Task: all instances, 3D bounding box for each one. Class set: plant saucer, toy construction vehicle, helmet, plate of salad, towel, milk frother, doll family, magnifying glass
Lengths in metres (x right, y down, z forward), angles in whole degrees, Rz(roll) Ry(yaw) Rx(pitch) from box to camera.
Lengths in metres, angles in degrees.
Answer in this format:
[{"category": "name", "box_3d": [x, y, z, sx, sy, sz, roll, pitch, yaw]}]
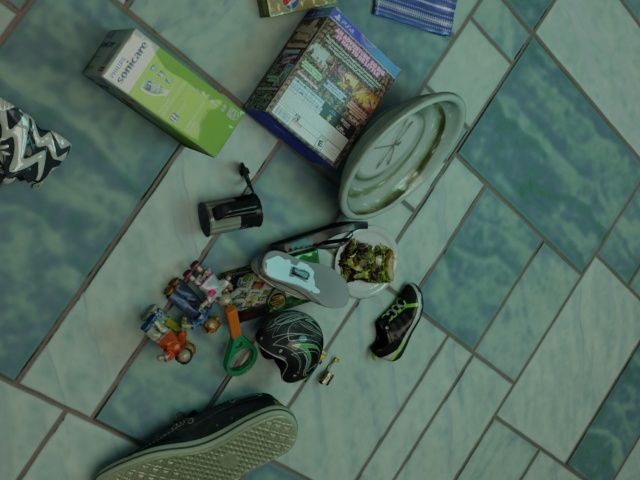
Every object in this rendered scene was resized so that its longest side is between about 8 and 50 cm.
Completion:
[{"category": "plant saucer", "box_3d": [0.180, -0.224, 1.892, 0.400, 0.100, 0.400, -35, 156, -18]}, {"category": "toy construction vehicle", "box_3d": [-0.005, 0.340, 2.042, 0.086, 0.035, 0.098, 34, 82, -19]}, {"category": "helmet", "box_3d": [-0.076, 0.252, 1.905, 0.169, 0.169, 0.162, -21, 127, -23]}, {"category": "plate of salad", "box_3d": [0.129, 0.061, 2.034, 0.199, 0.048, 0.200, -7, 106, -27]}, {"category": "towel", "box_3d": [0.270, -0.705, 1.931, 0.243, 0.040, 0.336, 8, 98, -29]}, {"category": "milk frother", "box_3d": [-0.215, -0.097, 1.794, 0.134, 0.129, 0.143, -12, 65, -26]}, {"category": "doll family", "box_3d": [-0.313, 0.180, 1.804, 0.163, 0.118, 0.263, 48, 60, -22]}, {"category": "magnifying glass", "box_3d": [-0.203, 0.245, 1.865, 0.092, 0.026, 0.231, -29, 139, -25]}]

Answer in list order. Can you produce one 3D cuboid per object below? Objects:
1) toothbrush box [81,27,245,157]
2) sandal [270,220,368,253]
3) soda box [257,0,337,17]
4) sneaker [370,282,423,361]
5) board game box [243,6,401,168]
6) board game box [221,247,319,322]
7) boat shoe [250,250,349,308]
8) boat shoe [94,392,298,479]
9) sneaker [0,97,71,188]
[{"category": "toothbrush box", "box_3d": [-0.329, -0.308, 1.606, 0.283, 0.206, 0.122, 37, 84, -31]}, {"category": "sandal", "box_3d": [-0.001, 0.000, 1.925, 0.254, 0.097, 0.054, -17, 98, -13]}, {"category": "soda box", "box_3d": [-0.054, -0.564, 1.779, 0.181, 0.058, 0.061, -19, 110, -23]}, {"category": "sneaker", "box_3d": [0.203, 0.224, 2.092, 0.097, 0.084, 0.235, 17, 94, -29]}, {"category": "board game box", "box_3d": [0.004, -0.358, 1.811, 0.232, 0.141, 0.291, 37, 83, -30]}, {"category": "board game box", "box_3d": [-0.117, 0.114, 1.926, 0.259, 0.030, 0.136, -14, 106, -25]}, {"category": "boat shoe", "box_3d": [-0.051, 0.099, 1.890, 0.267, 0.088, 0.096, 20, 75, -30]}, {"category": "boat shoe", "box_3d": [-0.301, 0.509, 1.856, 0.500, 0.156, 0.187, -22, 117, -10]}, {"category": "sneaker", "box_3d": [-0.636, -0.188, 1.533, 0.235, 0.094, 0.153, 36, 75, -40]}]
